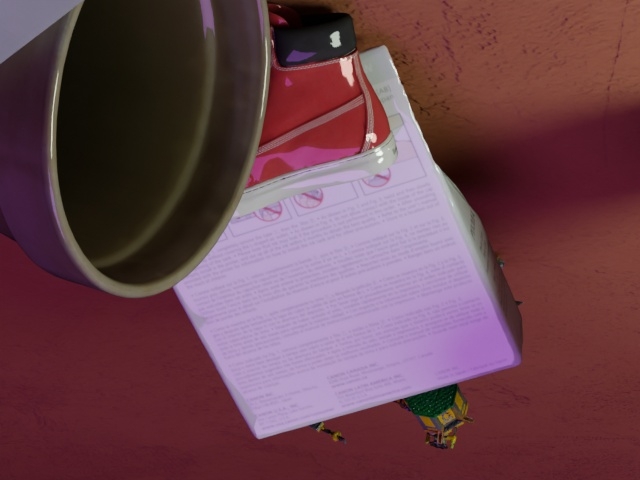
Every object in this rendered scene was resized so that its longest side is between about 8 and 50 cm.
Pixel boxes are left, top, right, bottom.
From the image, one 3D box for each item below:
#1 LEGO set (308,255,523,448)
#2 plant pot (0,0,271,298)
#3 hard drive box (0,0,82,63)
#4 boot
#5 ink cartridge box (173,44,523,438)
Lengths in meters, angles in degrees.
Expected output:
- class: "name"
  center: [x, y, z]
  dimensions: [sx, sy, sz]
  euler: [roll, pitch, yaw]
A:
- class: "LEGO set"
  center: [0.065, 0.126, 1.835]
  dimensions: [0.331, 0.254, 0.192]
  euler: [0, 156, 17]
- class: "plant pot"
  center: [-0.237, -0.135, 1.281]
  dimensions: [0.280, 0.323, 0.323]
  euler: [11, 160, 26]
- class: "hard drive box"
  center: [-0.276, -0.201, 1.104]
  dimensions: [0.232, 0.181, 0.089]
  euler: [-33, 141, 21]
- class: "boot"
  center: [-0.070, -0.120, 1.416]
  dimensions: [0.244, 0.088, 0.176]
  euler: [-18, 113, 8]
- class: "ink cartridge box"
  center: [0.000, 0.000, 1.572]
  dimensions: [0.308, 0.091, 0.385]
  euler: [-17, 116, 16]
